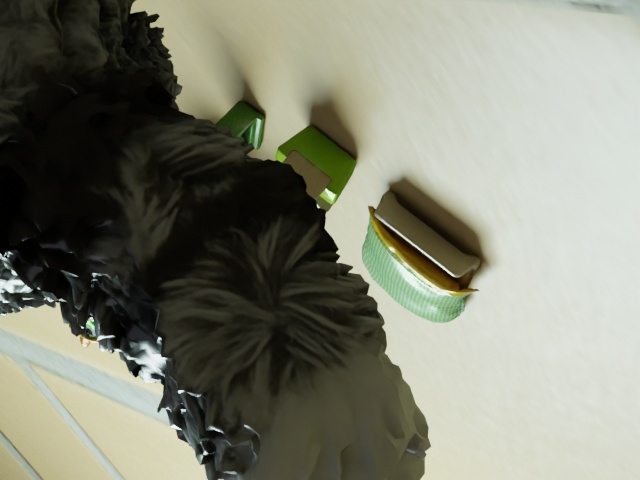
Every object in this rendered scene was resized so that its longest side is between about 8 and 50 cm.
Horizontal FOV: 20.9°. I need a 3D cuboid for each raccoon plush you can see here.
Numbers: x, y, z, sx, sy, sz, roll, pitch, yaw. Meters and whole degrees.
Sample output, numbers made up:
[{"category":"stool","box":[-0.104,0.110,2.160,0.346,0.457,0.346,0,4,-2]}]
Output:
[{"category":"raccoon plush","box":[-0.152,-0.003,0.792,0.446,0.216,0.299,58,168,16]}]

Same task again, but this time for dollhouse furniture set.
[{"category":"dollhouse furniture set","box":[0.000,0.000,0.834,0.151,0.058,0.076,38,159,9]}]

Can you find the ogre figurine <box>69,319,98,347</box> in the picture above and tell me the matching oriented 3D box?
[{"category":"ogre figurine","box":[-0.099,0.000,0.966,0.197,0.097,0.118,18,133,17]}]
